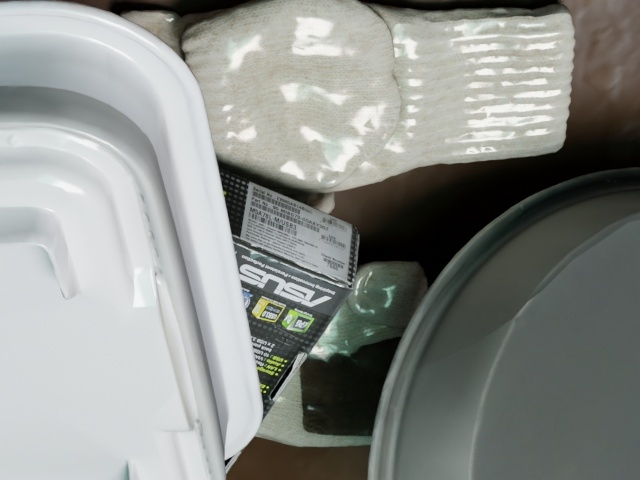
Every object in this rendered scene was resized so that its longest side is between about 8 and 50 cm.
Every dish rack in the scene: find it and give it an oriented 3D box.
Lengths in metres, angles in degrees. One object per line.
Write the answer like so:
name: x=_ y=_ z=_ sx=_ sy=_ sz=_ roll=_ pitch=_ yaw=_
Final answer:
dish rack: x=-0.196 y=0.040 z=0.677 sx=0.333 sy=0.072 sz=0.285 roll=-3 pitch=140 yaw=4

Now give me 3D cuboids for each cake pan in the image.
cake pan: x=0.162 y=0.110 z=0.775 sx=0.293 sy=0.054 sz=0.293 roll=3 pitch=81 yaw=-22

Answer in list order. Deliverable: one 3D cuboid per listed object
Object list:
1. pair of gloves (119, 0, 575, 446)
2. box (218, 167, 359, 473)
pair of gloves: x=0.000 y=0.000 z=0.801 sx=0.204 sy=0.042 sz=0.240 roll=2 pitch=124 yaw=-11
box: x=-0.107 y=0.032 z=0.772 sx=0.191 sy=0.045 sz=0.184 roll=22 pitch=131 yaw=-13
